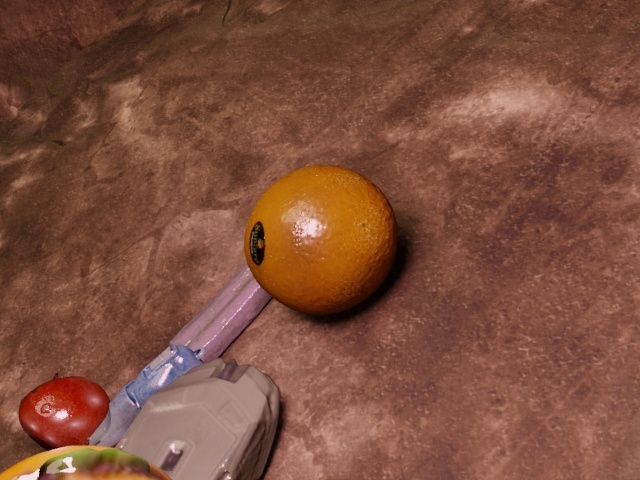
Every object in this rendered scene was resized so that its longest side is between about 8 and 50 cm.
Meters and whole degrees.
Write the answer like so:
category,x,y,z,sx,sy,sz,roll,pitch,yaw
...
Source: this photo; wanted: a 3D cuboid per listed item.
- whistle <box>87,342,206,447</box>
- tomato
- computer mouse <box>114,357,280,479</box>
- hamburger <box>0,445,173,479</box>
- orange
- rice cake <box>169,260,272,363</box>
category,x,y,z,sx,sy,sz,roll,pitch,yaw
whistle,-0.305,0.281,2.128,0.269,0.093,0.180,-43,28,4
tomato,-0.470,0.331,2.238,0.167,0.167,0.167,-24,37,20
computer mouse,-0.216,0.381,1.944,0.228,0.145,0.429,9,49,27
hamburger,-0.309,0.465,1.619,0.396,0.396,0.277,-45,24,-9
orange,0.000,0.000,2.088,0.274,0.274,0.274,-24,37,20
rice cake,-0.165,0.124,2.277,0.298,0.050,0.106,-48,36,-14
